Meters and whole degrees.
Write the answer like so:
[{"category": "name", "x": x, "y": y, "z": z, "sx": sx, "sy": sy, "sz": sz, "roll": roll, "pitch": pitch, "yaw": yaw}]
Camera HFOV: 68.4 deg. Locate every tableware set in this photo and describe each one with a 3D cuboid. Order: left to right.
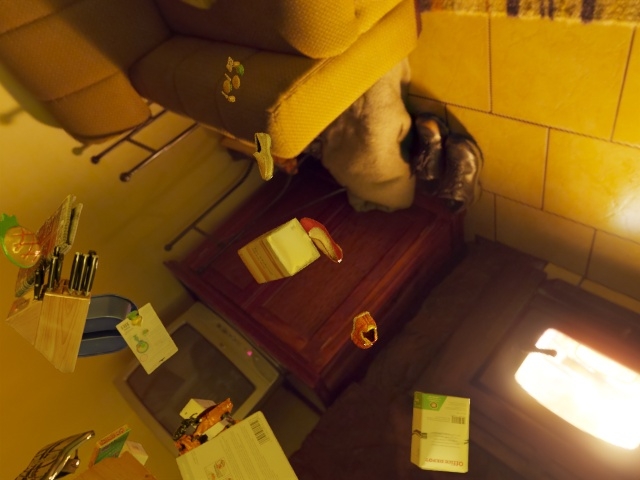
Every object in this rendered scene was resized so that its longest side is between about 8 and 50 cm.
[{"category": "tableware set", "x": -0.319, "y": -0.585, "z": 1.730, "sx": 0.104, "sy": 0.024, "sz": 0.154, "roll": 50, "pitch": 135, "yaw": 30}]

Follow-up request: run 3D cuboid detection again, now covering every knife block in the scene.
[{"category": "knife block", "x": -0.586, "y": 0.151, "z": 1.120, "sx": 0.275, "sy": 0.242, "sz": 0.088, "roll": 64, "pitch": 173, "yaw": -31}]

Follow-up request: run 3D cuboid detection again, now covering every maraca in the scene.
[{"category": "maraca", "x": -0.964, "y": 0.002, "z": 1.494, "sx": 0.127, "sy": 0.099, "sz": 0.185, "roll": -87, "pitch": -21, "yaw": -58}]

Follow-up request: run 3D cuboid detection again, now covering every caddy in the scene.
[{"category": "caddy", "x": -0.948, "y": 0.347, "z": 1.986, "sx": 0.179, "sy": 0.342, "sz": 0.241, "roll": -114, "pitch": 23, "yaw": -51}]

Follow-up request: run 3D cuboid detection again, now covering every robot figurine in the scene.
[{"category": "robot figurine", "x": -0.432, "y": 0.755, "z": 1.826, "sx": 0.211, "sy": 0.291, "sz": 0.085, "roll": 53, "pitch": 131, "yaw": 10}]

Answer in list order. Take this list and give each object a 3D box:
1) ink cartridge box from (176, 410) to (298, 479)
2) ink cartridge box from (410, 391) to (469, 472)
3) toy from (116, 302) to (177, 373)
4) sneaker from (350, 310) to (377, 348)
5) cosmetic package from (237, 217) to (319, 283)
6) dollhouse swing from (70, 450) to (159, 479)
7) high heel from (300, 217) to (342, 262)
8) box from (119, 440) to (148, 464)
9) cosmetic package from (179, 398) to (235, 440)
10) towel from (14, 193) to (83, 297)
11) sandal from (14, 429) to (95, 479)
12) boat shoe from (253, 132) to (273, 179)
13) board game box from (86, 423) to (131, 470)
[{"category": "ink cartridge box", "x": -0.191, "y": 0.594, "z": 1.149, "sx": 0.275, "sy": 0.239, "sz": 0.060, "roll": 48, "pitch": 155, "yaw": 41}, {"category": "ink cartridge box", "x": 0.378, "y": 0.604, "z": 1.492, "sx": 0.161, "sy": 0.219, "sz": 0.092, "roll": 10, "pitch": 164, "yaw": -7}, {"category": "toy", "x": -0.637, "y": 0.354, "z": 1.721, "sx": 0.056, "sy": 0.137, "sz": 0.237, "roll": 14, "pitch": 132, "yaw": 42}, {"category": "sneaker", "x": 0.119, "y": 0.255, "z": 1.249, "sx": 0.067, "sy": 0.064, "sz": 0.175, "roll": 60, "pitch": 171, "yaw": 33}, {"category": "cosmetic package", "x": -0.149, "y": 0.044, "z": 1.588, "sx": 0.153, "sy": 0.129, "sz": 0.296, "roll": 57, "pitch": 151, "yaw": -5}, {"category": "dollhouse swing", "x": -0.688, "y": 0.954, "z": 1.512, "sx": 0.315, "sy": 0.347, "sz": 0.304, "roll": 15, "pitch": 118, "yaw": 38}, {"category": "high heel", "x": 0.000, "y": 0.000, "z": 2.052, "sx": 0.244, "sy": 0.082, "sz": 0.117, "roll": 48, "pitch": -164, "yaw": -9}, {"category": "box", "x": -0.877, "y": 1.018, "z": 2.127, "sx": 0.091, "sy": 0.170, "sz": 0.130, "roll": 34, "pitch": 168, "yaw": -35}, {"category": "cosmetic package", "x": -0.441, "y": 0.888, "z": 2.180, "sx": 0.377, "sy": 0.097, "sz": 0.284, "roll": 33, "pitch": 168, "yaw": 16}, {"category": "towel", "x": -0.995, "y": 0.015, "z": 1.730, "sx": 0.056, "sy": 0.312, "sz": 0.324, "roll": 36, "pitch": -160, "yaw": -40}, {"category": "sandal", "x": -0.713, "y": 0.610, "z": 1.262, "sx": 0.303, "sy": 0.120, "sz": 0.086, "roll": -80, "pitch": -27, "yaw": -81}, {"category": "boat shoe", "x": -0.230, "y": -0.326, "z": 1.827, "sx": 0.068, "sy": 0.072, "sz": 0.189, "roll": -22, "pitch": 71, "yaw": 48}, {"category": "board game box", "x": -0.815, "y": 0.808, "z": 1.805, "sx": 0.039, "sy": 0.124, "sz": 0.259, "roll": 43, "pitch": 126, "yaw": 19}]
